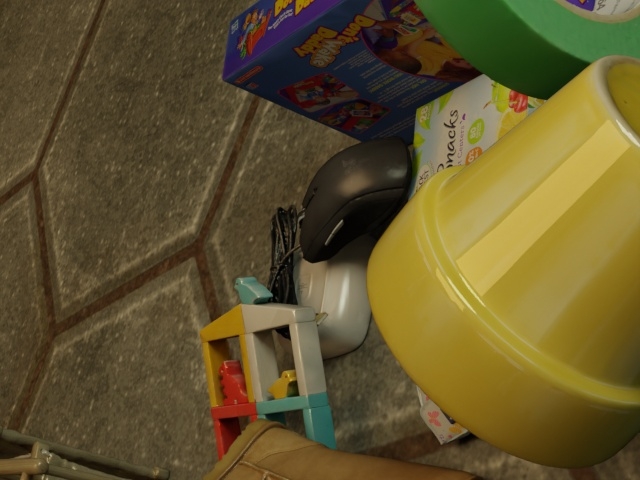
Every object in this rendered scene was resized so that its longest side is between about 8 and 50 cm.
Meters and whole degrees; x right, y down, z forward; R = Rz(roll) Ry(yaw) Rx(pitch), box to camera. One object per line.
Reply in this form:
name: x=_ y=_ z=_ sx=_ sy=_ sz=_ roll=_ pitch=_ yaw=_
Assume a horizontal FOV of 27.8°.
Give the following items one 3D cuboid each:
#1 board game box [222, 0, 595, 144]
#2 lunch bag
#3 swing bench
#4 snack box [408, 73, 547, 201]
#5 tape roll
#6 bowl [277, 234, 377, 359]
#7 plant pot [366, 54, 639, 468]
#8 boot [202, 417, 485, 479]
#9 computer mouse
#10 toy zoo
board game box: x=0.093 y=-0.214 z=1.309 sx=0.347 sy=0.233 sz=0.078 roll=-24 pitch=53 yaw=49
lunch bag: x=0.129 y=0.142 z=1.216 sx=0.071 sy=0.053 sz=0.083 roll=-38 pitch=52 yaw=43
swing bench: x=-0.296 y=0.332 z=1.567 sx=0.255 sy=0.253 sz=0.165 roll=16 pitch=85 yaw=58
snack box: x=0.163 y=-0.057 z=1.264 sx=0.174 sy=0.070 sz=0.207 roll=-23 pitch=52 yaw=52
tape roll: x=0.188 y=-0.283 z=1.117 sx=0.077 sy=0.321 sz=0.321 roll=-25 pitch=52 yaw=49
bowl: x=0.000 y=0.061 z=1.465 sx=0.142 sy=0.053 sz=0.142 roll=-18 pitch=58 yaw=50
plant pot: x=0.201 y=0.003 z=0.971 sx=0.239 sy=0.254 sz=0.254 roll=-53 pitch=34 yaw=34
boot: x=-0.011 y=0.280 z=1.192 sx=0.270 sy=0.089 sz=0.236 roll=11 pitch=58 yaw=42
computer mouse: x=0.000 y=0.000 z=1.379 sx=0.262 sy=0.060 sz=0.184 roll=-32 pitch=47 yaw=50
toy zoo: x=-0.057 y=0.184 z=1.397 sx=0.192 sy=0.030 sz=0.293 roll=-17 pitch=80 yaw=52
